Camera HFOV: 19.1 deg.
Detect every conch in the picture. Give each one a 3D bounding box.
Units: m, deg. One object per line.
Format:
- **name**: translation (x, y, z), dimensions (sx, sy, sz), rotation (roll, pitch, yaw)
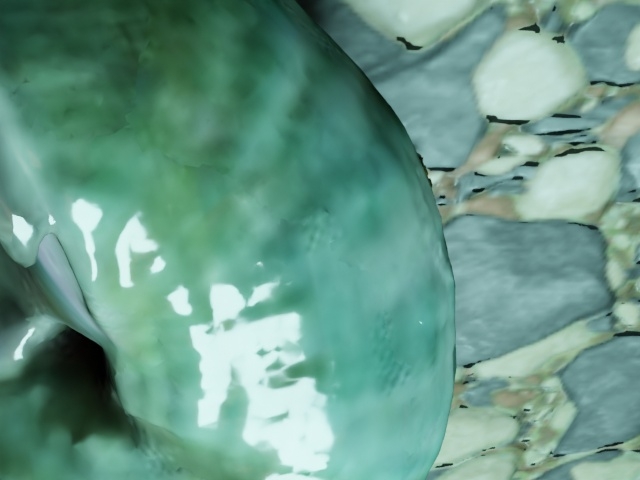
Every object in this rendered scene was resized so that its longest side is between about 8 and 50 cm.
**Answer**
- **conch**: translation (-0.063, 0.021, 0.588), dimensions (0.220, 0.195, 0.277), rotation (30, 168, 7)

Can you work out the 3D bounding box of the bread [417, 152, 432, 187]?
- **bread**: translation (0.000, 0.000, 0.680), dimensions (0.047, 0.036, 0.083), rotation (13, 135, -28)
